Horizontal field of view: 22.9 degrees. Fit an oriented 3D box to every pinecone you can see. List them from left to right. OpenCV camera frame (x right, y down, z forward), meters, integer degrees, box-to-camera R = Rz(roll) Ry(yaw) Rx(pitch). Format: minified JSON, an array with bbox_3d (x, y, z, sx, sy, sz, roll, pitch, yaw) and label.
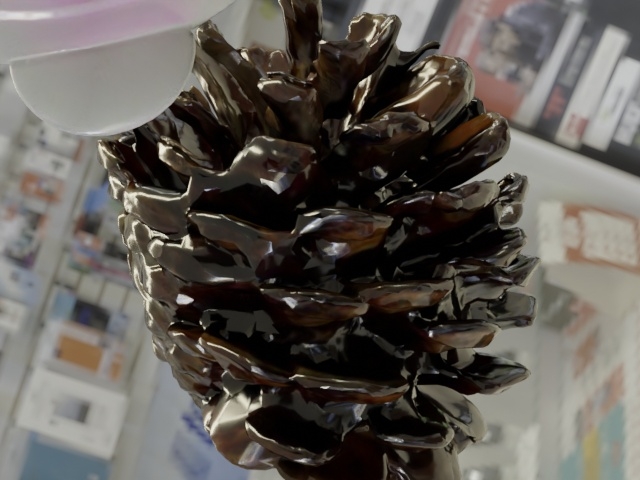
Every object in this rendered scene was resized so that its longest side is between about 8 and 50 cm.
[{"bbox_3d":[0.005,-0.004,0.941,0.298,0.242,0.296,-113,10,-68],"label":"pinecone"}]

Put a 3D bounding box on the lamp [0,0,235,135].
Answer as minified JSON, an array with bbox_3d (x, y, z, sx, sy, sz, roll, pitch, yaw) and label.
[{"bbox_3d":[-0.103,-0.155,0.537,0.179,0.246,0.108,-45,-12,-16],"label":"lamp"}]
